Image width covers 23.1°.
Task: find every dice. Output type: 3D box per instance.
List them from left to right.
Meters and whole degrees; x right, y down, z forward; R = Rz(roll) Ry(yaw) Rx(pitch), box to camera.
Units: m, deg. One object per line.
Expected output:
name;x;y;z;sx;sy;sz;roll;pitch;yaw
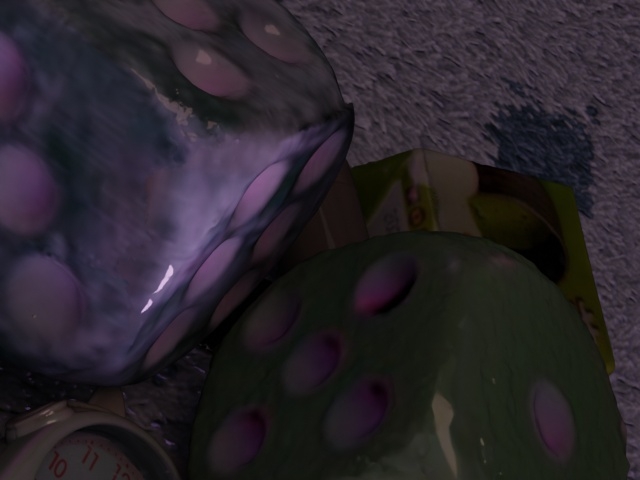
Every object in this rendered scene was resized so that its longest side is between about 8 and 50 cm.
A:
dice;-0.194;-0.086;1.458;0.348;0.328;0.330;38;28;6
dice;0.084;0.202;1.505;0.322;0.330;0.318;44;43;-32

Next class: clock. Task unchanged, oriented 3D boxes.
clock;-0.222;0.281;1.406;0.265;0.108;0.324;53;39;-24

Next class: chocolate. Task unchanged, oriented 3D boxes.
chocolate;0.189;0.049;1.832;0.300;0.137;0.289;10;59;-35

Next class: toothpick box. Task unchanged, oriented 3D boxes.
toothpick box;0.000;0.000;1.744;0.111;0.111;0.181;3;59;-34

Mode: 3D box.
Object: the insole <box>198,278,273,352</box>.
insole;-0.022;0.102;1.752;0.348;0.009;0.119;14;60;-28
